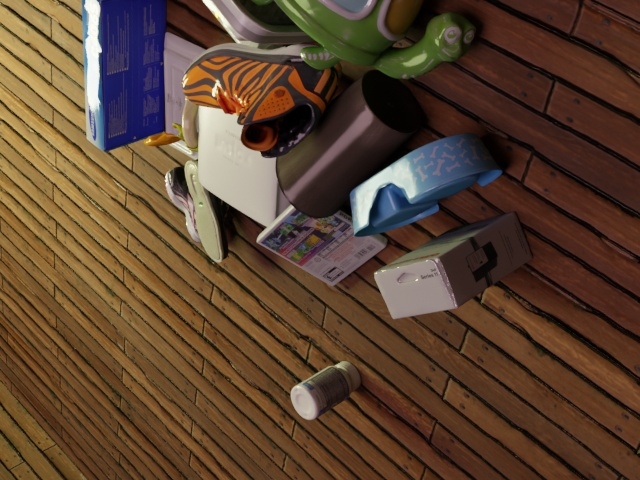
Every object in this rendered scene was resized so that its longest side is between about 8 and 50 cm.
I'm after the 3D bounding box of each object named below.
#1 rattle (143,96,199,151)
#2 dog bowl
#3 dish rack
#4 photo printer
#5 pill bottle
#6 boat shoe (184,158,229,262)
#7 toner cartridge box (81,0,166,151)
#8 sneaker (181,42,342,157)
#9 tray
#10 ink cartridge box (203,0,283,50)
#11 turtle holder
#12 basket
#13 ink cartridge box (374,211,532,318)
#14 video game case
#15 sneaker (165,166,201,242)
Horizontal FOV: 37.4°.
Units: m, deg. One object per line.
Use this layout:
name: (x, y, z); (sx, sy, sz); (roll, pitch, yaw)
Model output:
rattle: (-0.284, -0.288, 1.932); (0.142, 0.130, 0.200); (16, 124, 30)
dog bowl: (0.159, -0.089, 1.538); (0.297, 0.166, 0.074); (-32, 75, 51)
dish rack: (-0.128, -0.441, 1.551); (0.333, 0.285, 0.072); (52, 123, 13)
photo printer: (-0.129, -0.205, 1.830); (0.256, 0.107, 0.308); (32, 132, 33)
pill bottle: (0.013, 0.303, 1.928); (0.078, 0.137, 0.078); (26, 128, 39)
boat shoe: (-0.226, -0.067, 2.036); (0.084, 0.079, 0.233); (9, 114, 49)
toner cartridge box: (-0.417, -0.375, 2.016); (0.075, 0.165, 0.348); (34, 132, 33)
sneaker: (-0.129, -0.235, 1.600); (0.321, 0.180, 0.124); (-1, 144, 34)
tray: (-0.294, -0.298, 2.027); (0.145, 0.030, 0.270); (31, 131, 35)
ink cartridge box: (-0.146, -0.463, 1.729); (0.231, 0.078, 0.134); (52, 141, 14)
turtle holder: (0.061, -0.384, 1.418); (0.227, 0.243, 0.320); (-46, 64, 32)
basket: (0.051, -0.172, 1.604); (0.154, 0.204, 0.227); (36, 135, -15)
ink cartridge box: (0.211, 0.041, 1.503); (0.153, 0.208, 0.087); (-16, 98, 51)
video game case: (0.000, 0.000, 1.791); (0.183, 0.023, 0.201); (31, 144, -15)
sneaker: (-0.274, -0.088, 2.104); (0.077, 0.072, 0.178); (-19, 103, 39)
